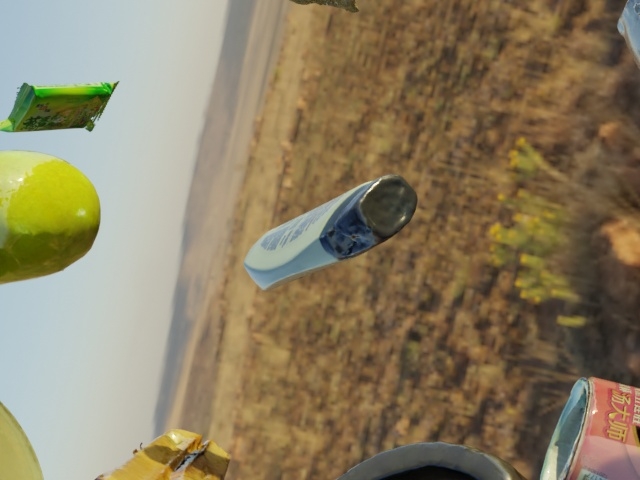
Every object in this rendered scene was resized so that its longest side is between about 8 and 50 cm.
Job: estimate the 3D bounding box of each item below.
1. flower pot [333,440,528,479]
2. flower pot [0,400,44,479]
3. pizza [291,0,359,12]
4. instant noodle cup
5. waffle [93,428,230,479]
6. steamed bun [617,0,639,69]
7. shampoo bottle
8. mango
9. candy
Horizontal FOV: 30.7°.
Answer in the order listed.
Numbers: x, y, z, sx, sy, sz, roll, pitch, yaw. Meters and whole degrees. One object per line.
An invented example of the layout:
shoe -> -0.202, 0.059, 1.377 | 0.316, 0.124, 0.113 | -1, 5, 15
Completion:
flower pot -> 0.120, 0.334, 0.913 | 0.267, 0.267, 0.266 | -27, 36, 22
flower pot -> -0.433, 0.286, 1.197 | 0.307, 0.244, 0.307 | 58, -166, -24
pizza -> -0.015, -0.284, 1.067 | 0.181, 0.262, 0.034 | -49, 53, 2
instant noodle cup -> 0.372, 0.258, 1.228 | 0.244, 0.255, 0.243 | 19, -90, -85
waffle -> -0.184, 0.306, 1.128 | 0.224, 0.098, 0.328 | -61, -5, 2
steamed bun -> 0.404, -0.187, 0.877 | 0.309, 0.309, 0.309 | -167, 90, -84
shampoo bottle -> 0.000, 0.000, 1.613 | 0.134, 0.078, 0.359 | -43, 9, -27
mango -> -0.380, -0.019, 1.294 | 0.185, 0.273, 0.149 | -97, -4, -81
candy -> -0.380, -0.195, 1.707 | 0.102, 0.032, 0.178 | -45, -19, 32
